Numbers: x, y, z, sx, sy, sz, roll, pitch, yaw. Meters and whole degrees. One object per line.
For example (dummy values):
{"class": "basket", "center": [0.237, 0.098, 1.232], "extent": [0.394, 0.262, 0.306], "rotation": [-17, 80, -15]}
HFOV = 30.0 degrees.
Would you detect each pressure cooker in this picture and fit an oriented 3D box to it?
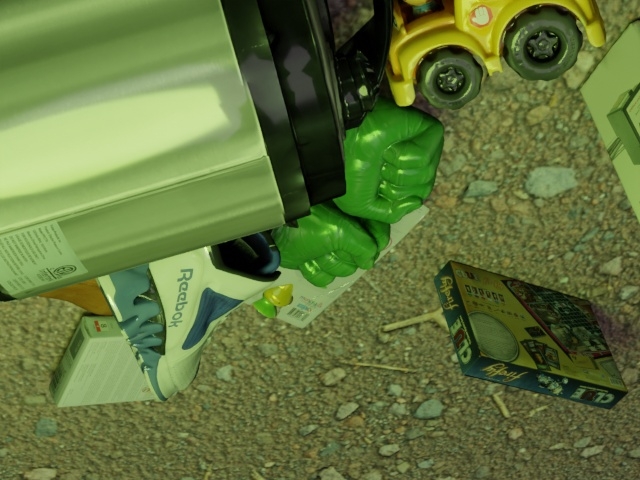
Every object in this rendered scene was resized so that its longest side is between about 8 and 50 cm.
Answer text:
{"class": "pressure cooker", "center": [-0.143, -0.162, 1.014], "extent": [0.421, 0.370, 0.375], "rotation": [-16, 100, -1]}

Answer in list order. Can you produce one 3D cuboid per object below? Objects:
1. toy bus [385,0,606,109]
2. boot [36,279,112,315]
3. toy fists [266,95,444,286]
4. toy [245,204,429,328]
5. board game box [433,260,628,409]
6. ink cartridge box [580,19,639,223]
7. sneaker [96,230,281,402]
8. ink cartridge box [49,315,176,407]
{"class": "toy bus", "center": [0.147, -0.258, 1.173], "extent": [0.220, 0.149, 0.211], "rotation": [-18, 123, 9]}
{"class": "boot", "center": [-0.213, -0.006, 1.355], "extent": [0.211, 0.104, 0.295], "rotation": [12, 138, -33]}
{"class": "toy fists", "center": [0.033, -0.047, 1.296], "extent": [0.142, 0.096, 0.279], "rotation": [13, 138, -22]}
{"class": "toy", "center": [0.000, 0.000, 1.452], "extent": [0.137, 0.056, 0.237], "rotation": [27, 117, -35]}
{"class": "board game box", "center": [0.275, 0.125, 1.569], "extent": [0.243, 0.165, 0.042], "rotation": [16, 129, -26]}
{"class": "ink cartridge box", "center": [0.427, -0.094, 1.303], "extent": [0.198, 0.272, 0.114], "rotation": [13, 133, -24]}
{"class": "sneaker", "center": [-0.127, 0.059, 1.266], "extent": [0.182, 0.127, 0.315], "rotation": [-24, 158, -8]}
{"class": "ink cartridge box", "center": [-0.251, 0.155, 1.579], "extent": [0.179, 0.045, 0.145], "rotation": [-2, 138, -38]}
